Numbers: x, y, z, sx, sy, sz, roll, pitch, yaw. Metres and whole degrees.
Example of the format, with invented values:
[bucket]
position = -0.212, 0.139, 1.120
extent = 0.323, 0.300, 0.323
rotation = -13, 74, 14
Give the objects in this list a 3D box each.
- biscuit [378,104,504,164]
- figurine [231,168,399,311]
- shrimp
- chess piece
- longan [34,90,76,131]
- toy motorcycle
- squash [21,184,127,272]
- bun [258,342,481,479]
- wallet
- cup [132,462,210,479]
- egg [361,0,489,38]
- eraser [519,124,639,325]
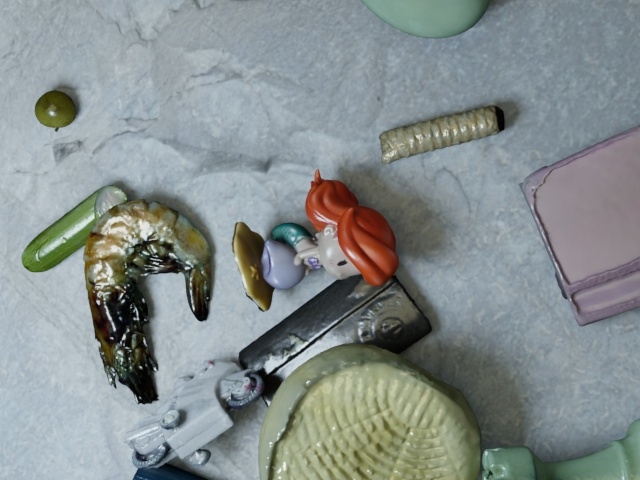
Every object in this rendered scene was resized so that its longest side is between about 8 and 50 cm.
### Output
[biscuit]
position = 0.205, -0.181, 1.835
extent = 0.219, 0.055, 0.061
rotation = -12, 66, 13
[figurine]
position = -0.002, -0.001, 1.809
extent = 0.257, 0.208, 0.181
rotation = -14, 116, 13
[shrimp]
position = -0.297, 0.108, 1.919
extent = 0.233, 0.071, 0.365
rotation = -10, 94, 0
[chess piece]
position = 0.407, 0.377, 1.677
extent = 0.299, 0.194, 0.195
rotation = -2, 87, -1
[longan]
position = -0.487, -0.234, 1.983
extent = 0.075, 0.075, 0.083
rotation = 12, 132, 12
[toy motorcycle]
position = -0.219, 0.290, 1.863
extent = 0.260, 0.171, 0.110
rotation = -33, 119, -2
[squash]
position = -0.446, -0.019, 1.959
extent = 0.239, 0.069, 0.069
rotation = -36, 81, 9
[bun]
position = 0.071, 0.335, 1.763
extent = 0.364, 0.202, 0.364
rotation = -1, 97, -10
[wallet]
position = 0.020, 0.177, 1.866
extent = 0.321, 0.044, 0.170
rotation = -37, 83, 8
[cup]
position = -0.256, 0.463, 1.892
extent = 0.138, 0.150, 0.113
rotation = 18, 57, 10
[egg]
position = 0.156, -0.453, 1.783
extent = 0.282, 0.203, 0.203
rotation = 40, 96, 16
[eraser]
position = 0.532, -0.047, 1.730
extent = 0.359, 0.122, 0.272
rotation = -21, 84, 10
